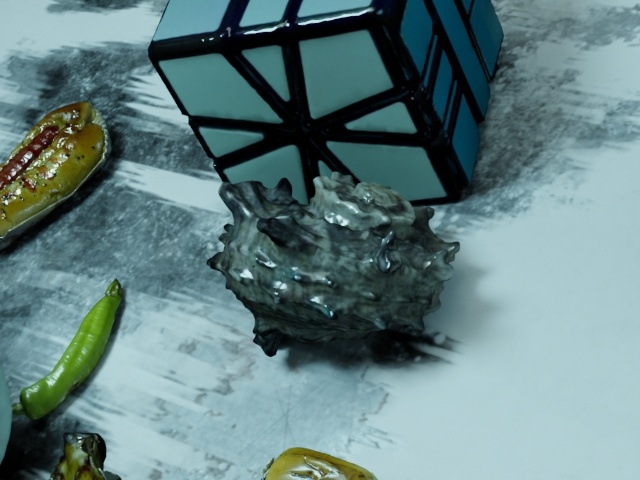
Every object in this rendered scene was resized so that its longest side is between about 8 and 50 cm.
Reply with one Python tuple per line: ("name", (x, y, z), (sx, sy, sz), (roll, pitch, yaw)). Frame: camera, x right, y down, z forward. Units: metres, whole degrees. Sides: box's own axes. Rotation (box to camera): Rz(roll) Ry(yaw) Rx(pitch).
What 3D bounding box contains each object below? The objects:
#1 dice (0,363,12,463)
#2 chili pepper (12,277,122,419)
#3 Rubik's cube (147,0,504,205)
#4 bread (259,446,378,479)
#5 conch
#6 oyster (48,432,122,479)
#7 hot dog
("dice", (-0.497, 0.172, 1.553), (0.265, 0.268, 0.262), (23, 49, 30))
("chili pepper", (-0.266, 0.125, 1.686), (0.049, 0.043, 0.208), (-16, 31, 53))
("Rubik's cube", (0.018, -0.220, 1.683), (0.293, 0.288, 0.283), (-5, 46, 22))
("bread", (-0.004, 0.230, 1.420), (0.106, 0.053, 0.072), (12, 59, 31))
("conch", (0.010, 0.005, 1.554), (0.241, 0.186, 0.313), (-22, 14, -34))
("oyster", (-0.175, 0.319, 1.365), (0.361, 0.096, 0.221), (29, 109, 52))
("hot dog", (-0.365, -0.074, 1.912), (0.253, 0.069, 0.131), (-44, 44, -14))
